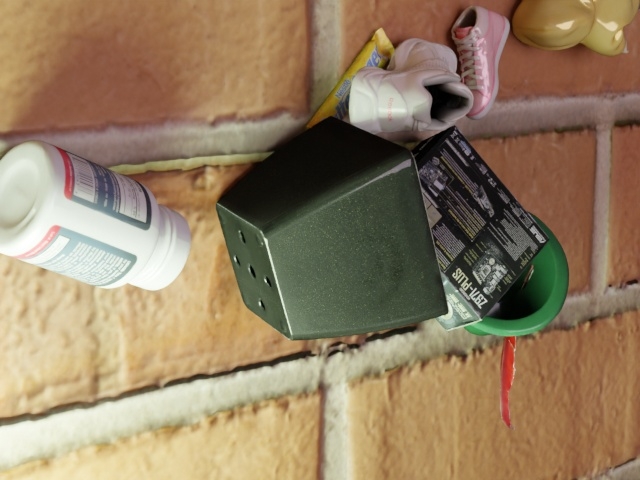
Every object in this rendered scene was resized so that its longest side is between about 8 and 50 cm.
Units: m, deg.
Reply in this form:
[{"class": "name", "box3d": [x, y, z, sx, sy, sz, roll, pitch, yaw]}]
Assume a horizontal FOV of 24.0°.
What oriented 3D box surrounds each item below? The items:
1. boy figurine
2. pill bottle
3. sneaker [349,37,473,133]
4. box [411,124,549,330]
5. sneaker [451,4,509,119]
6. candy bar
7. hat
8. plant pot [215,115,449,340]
[{"class": "boy figurine", "box3d": [0.355, -0.309, 1.914, 0.285, 0.092, 0.177, -38, 122, -33]}, {"class": "pill bottle", "box3d": [-0.212, -0.015, 1.395, 0.180, 0.108, 0.108, 24, 80, -44]}, {"class": "sneaker", "box3d": [0.120, -0.161, 1.663, 0.232, 0.115, 0.090, -42, 138, -57]}, {"class": "box", "box3d": [0.149, -0.014, 1.726, 0.180, 0.077, 0.147, 49, 61, -10]}, {"class": "sneaker", "box3d": [0.179, -0.215, 1.786, 0.070, 0.051, 0.134, 22, 78, -43]}, {"class": "candy bar", "box3d": [0.033, -0.167, 1.673, 0.161, 0.018, 0.040, -55, 130, -24]}, {"class": "hat", "box3d": [0.199, 0.085, 1.869, 0.183, 0.173, 0.208, 108, -2, -59]}, {"class": "plant pot", "box3d": [0.000, 0.000, 1.562, 0.167, 0.188, 0.187, -23, 114, -19]}]
